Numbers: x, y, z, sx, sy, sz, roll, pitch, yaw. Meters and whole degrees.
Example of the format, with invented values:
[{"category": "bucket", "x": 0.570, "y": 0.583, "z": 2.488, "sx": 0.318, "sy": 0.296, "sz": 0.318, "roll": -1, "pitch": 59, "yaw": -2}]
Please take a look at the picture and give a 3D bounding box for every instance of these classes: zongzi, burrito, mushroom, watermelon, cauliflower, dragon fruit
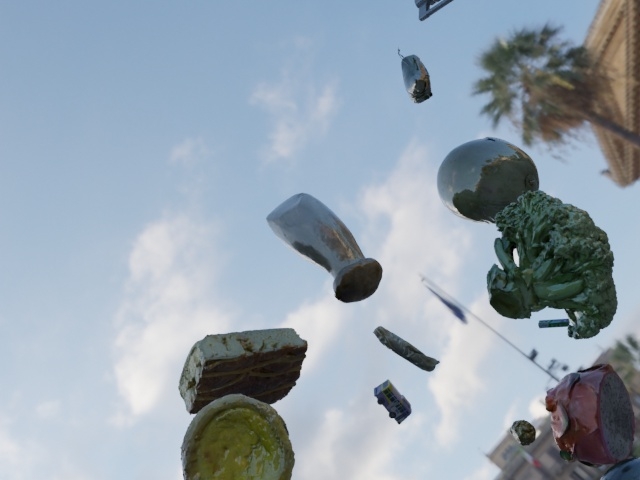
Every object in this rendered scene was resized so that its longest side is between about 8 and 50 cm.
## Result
[{"category": "zongzi", "x": 0.211, "y": -0.406, "z": 1.801, "sx": 0.062, "sy": 0.154, "sz": 0.130, "roll": -18, "pitch": -16, "yaw": 13}, {"category": "burrito", "x": 0.268, "y": 0.347, "z": 2.472, "sx": 0.058, "sy": 0.229, "sz": 0.063, "roll": -61, "pitch": -7, "yaw": 3}, {"category": "mushroom", "x": 0.000, "y": 0.000, "z": 1.622, "sx": 0.128, "sy": 0.350, "sz": 0.128, "roll": -22, "pitch": -45, "yaw": -23}, {"category": "watermelon", "x": 0.769, "y": 0.633, "z": 1.866, "sx": 0.212, "sy": 0.212, "sz": 0.212, "roll": -31, "pitch": -38, "yaw": -27}, {"category": "cauliflower", "x": 0.440, "y": 0.054, "z": 1.526, "sx": 0.250, "sy": 0.275, "sz": 0.272, "roll": -31, "pitch": -49, "yaw": -9}, {"category": "dragon fruit", "x": 0.754, "y": 0.506, "z": 2.211, "sx": 0.290, "sy": 0.189, "sz": 0.290, "roll": 21, "pitch": -119, "yaw": -45}]

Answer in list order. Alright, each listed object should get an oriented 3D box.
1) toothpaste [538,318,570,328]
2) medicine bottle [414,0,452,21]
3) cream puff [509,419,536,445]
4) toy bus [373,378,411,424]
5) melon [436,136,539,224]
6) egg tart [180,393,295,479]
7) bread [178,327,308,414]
[{"category": "toothpaste", "x": 0.647, "y": 0.230, "z": 2.156, "sx": 0.020, "sy": 0.083, "sz": 0.017, "roll": -51, "pitch": -54, "yaw": -50}, {"category": "medicine bottle", "x": 0.303, "y": -0.586, "z": 1.772, "sx": 0.061, "sy": 0.092, "sz": 0.221, "roll": 19, "pitch": -30, "yaw": -32}, {"category": "cream puff", "x": 0.555, "y": 0.521, "z": 2.119, "sx": 0.058, "sy": 0.083, "sz": 0.083, "roll": -30, "pitch": -60, "yaw": -7}, {"category": "toy bus", "x": 0.183, "y": 0.403, "z": 1.944, "sx": 0.058, "sy": 0.102, "sz": 0.052, "roll": -38, "pitch": 9, "yaw": 11}, {"category": "melon", "x": 0.509, "y": -0.178, "z": 2.345, "sx": 0.268, "sy": 0.330, "sz": 0.268, "roll": -6, "pitch": -79, "yaw": -34}, {"category": "egg tart", "x": -0.124, "y": 0.335, "z": 1.194, "sx": 0.191, "sy": 0.191, "sz": 0.074, "roll": -46, "pitch": -18, "yaw": -6}, {"category": "bread", "x": -0.180, "y": 0.307, "z": 1.837, "sx": 0.275, "sy": 0.114, "sz": 0.184, "roll": -3, "pitch": -53, "yaw": -35}]
